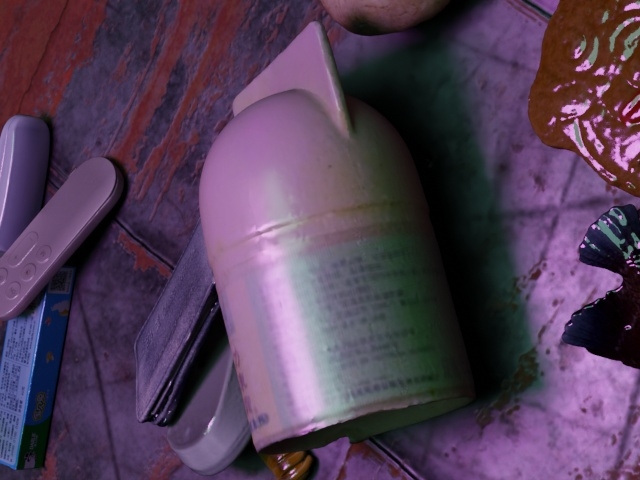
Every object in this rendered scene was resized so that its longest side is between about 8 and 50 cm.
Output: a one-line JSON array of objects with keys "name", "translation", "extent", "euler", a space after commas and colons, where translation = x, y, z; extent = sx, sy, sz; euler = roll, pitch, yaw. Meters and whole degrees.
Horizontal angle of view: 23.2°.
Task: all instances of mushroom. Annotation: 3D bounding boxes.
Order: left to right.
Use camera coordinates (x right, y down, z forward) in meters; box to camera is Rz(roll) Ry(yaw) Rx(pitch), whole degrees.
[{"name": "mushroom", "translation": [0.075, -0.290, 1.655], "extent": [0.166, 0.127, 0.166], "euler": [-12, 61, 21]}]

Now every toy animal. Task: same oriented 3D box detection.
[{"name": "toy animal", "translation": [0.331, 0.053, 1.454], "extent": [0.218, 0.116, 0.179], "euler": [-47, 62, 16]}]

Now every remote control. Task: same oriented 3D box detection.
[{"name": "remote control", "translation": [-0.336, -0.002, 1.941], "extent": [0.245, 0.022, 0.077], "euler": [-50, 55, 1]}]

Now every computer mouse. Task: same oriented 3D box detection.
[{"name": "computer mouse", "translation": [-0.112, 0.157, 1.787], "extent": [0.128, 0.079, 0.230], "euler": [-15, 60, 48]}]

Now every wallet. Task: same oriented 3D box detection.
[{"name": "wallet", "translation": [-0.159, 0.090, 1.780], "extent": [0.167, 0.036, 0.222], "euler": [-102, 35, -57]}]

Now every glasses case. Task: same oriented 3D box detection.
[{"name": "glasses case", "translation": [-0.388, -0.073, 2.000], "extent": [0.045, 0.067, 0.178], "euler": [12, 94, 33]}]

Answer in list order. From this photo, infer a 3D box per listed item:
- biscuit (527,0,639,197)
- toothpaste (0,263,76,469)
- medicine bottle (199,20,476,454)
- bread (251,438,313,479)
[{"name": "biscuit", "translation": [0.332, -0.182, 1.511], "extent": [0.257, 0.049, 0.273], "euler": [34, 105, 32]}, {"name": "toothpaste", "translation": [-0.370, 0.154, 1.985], "extent": [0.065, 0.050, 0.266], "euler": [12, 94, 34]}, {"name": "medicine bottle", "translation": [0.000, 0.000, 1.618], "extent": [0.236, 0.236, 0.406], "euler": [-23, 75, 32]}, {"name": "bread", "translation": [-0.046, 0.238, 1.761], "extent": [0.049, 0.034, 0.088], "euler": [-48, 62, 16]}]
